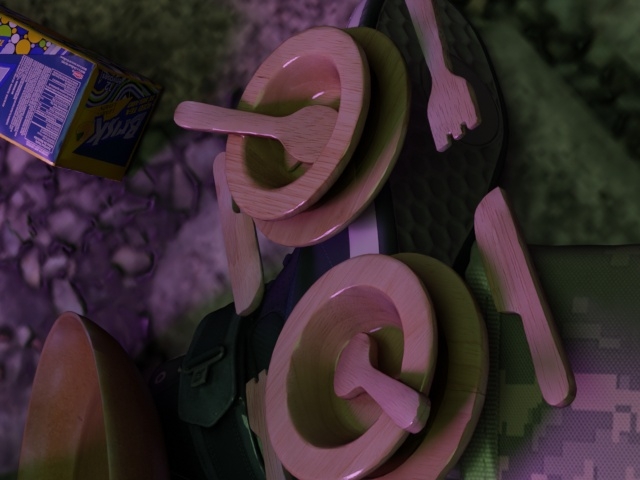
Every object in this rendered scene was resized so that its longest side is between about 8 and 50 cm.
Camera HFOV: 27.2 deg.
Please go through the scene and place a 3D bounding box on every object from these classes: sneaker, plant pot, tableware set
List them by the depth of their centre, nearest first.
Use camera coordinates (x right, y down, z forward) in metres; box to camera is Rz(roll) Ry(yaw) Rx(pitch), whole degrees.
[{"bbox_3d":[0.000,0.000,0.446,0.128,0.039,0.194,-40,45,30],"label":"tableware set"},{"bbox_3d":[-0.098,0.148,0.553,0.236,0.032,0.236,-175,90,-69],"label":"plant pot"},{"bbox_3d":[-0.002,0.008,0.556,0.163,0.086,0.226,-31,45,45],"label":"sneaker"}]

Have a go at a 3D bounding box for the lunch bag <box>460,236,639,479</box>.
[{"bbox_3d":[0.173,0.147,0.414,0.235,0.169,0.287,-1,81,28],"label":"lunch bag"}]

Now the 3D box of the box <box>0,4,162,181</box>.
[{"bbox_3d":[-0.165,-0.089,0.658,0.169,0.059,0.054,29,97,25],"label":"box"}]
